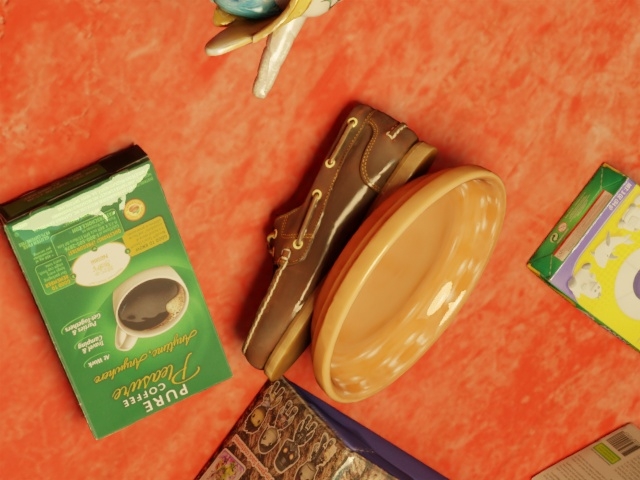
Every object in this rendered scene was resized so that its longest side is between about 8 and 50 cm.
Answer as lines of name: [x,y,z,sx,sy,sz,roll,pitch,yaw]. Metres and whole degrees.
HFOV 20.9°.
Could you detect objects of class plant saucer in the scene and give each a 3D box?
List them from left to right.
plant saucer: [0.058,0.027,1.249,0.200,0.037,0.200,-40,153,-26]

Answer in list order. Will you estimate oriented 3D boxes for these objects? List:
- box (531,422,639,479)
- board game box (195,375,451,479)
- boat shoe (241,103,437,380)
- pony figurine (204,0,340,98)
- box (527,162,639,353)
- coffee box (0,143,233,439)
box: [0.269,0.275,1.442,0.103,0.114,0.203,-27,119,-11]
board game box: [-0.011,0.291,1.310,0.232,0.141,0.291,34,94,-30]
boat shoe: [0.000,0.000,1.249,0.073,0.073,0.207,34,91,10]
pony figurine: [0.080,-0.282,1.079,0.363,0.303,0.351,-19,126,-33]
box: [0.260,0.030,1.384,0.179,0.043,0.105,34,94,-32]
coffee box: [-0.142,0.038,1.212,0.113,0.040,0.184,-26,118,-12]
